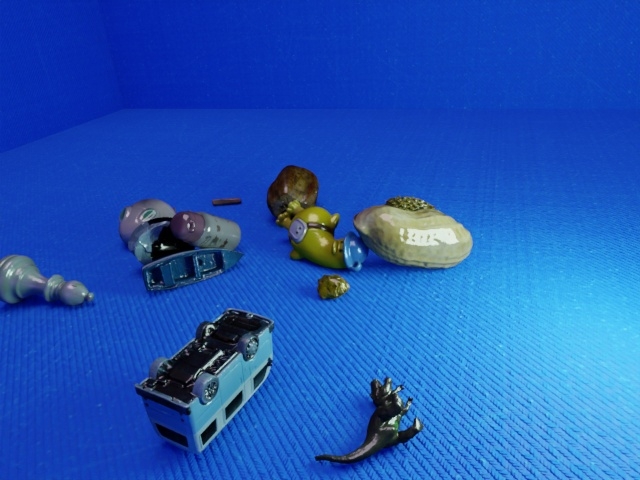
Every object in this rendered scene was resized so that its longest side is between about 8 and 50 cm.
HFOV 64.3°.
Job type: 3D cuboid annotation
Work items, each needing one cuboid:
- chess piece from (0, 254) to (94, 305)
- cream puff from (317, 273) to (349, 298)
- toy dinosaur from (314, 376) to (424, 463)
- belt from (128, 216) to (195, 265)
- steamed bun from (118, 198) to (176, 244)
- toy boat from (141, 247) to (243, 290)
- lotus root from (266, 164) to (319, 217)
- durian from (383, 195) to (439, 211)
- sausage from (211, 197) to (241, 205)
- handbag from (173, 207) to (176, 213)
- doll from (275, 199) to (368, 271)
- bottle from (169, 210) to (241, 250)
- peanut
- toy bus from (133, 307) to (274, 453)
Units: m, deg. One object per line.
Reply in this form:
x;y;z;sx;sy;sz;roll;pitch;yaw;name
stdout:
-0.760;0.131;1.425;0.272;0.139;0.139;12;29;6;chess piece
0.033;0.122;1.365;0.083;0.058;0.083;21;38;37;cream puff
0.096;0.349;0.953;0.179;0.087;0.187;-37;4;15;toy dinosaur
-0.489;0.005;1.571;0.199;0.151;0.078;-14;29;-34;belt
-0.601;-0.070;1.765;0.177;0.130;0.228;5;26;16;steamed bun
-0.372;0.071;1.496;0.300;0.095;0.062;-15;19;-27;toy boat
-0.102;-0.172;1.867;0.194;0.193;0.290;-1;30;7;lotus root
0.301;-0.076;1.678;0.252;0.144;0.139;3;5;25;durian
-0.370;-0.154;2.012;0.116;0.026;0.026;-4;27;-1;sausage
-0.591;-0.099;1.933;0.084;0.027;0.061;-12;29;-11;handbag
0.000;0.000;1.556;0.199;0.145;0.363;-51;49;-2;doll
-0.354;-0.029;1.553;0.110;0.109;0.233;13;-2;31;bottle
0.261;-0.011;1.434;0.341;0.173;0.158;4;-10;-13;peanut
-0.205;0.267;0.994;0.133;0.164;0.271;11;30;27;toy bus
